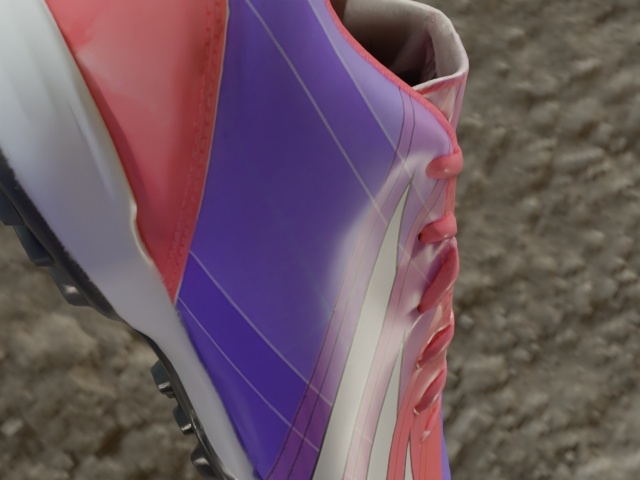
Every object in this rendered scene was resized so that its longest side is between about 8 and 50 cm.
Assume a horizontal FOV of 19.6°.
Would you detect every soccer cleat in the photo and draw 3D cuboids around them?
[{"bbox_3d":[0.000,0.000,0.496,0.116,0.109,0.318,-28,140,1],"label":"soccer cleat"}]
